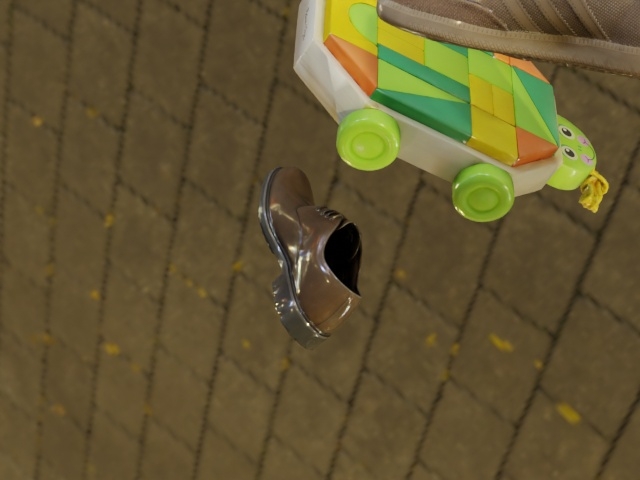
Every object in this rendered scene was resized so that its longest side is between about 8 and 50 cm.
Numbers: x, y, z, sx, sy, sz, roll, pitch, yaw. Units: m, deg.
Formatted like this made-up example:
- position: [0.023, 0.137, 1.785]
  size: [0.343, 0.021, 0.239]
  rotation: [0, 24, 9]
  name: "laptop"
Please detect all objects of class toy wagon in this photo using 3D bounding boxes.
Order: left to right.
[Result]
- position: [0.136, -0.133, 1.491]
  size: [0.344, 0.267, 0.068]
  rotation: [24, 128, -17]
  name: "toy wagon"

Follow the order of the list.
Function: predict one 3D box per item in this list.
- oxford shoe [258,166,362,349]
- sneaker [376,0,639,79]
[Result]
- position: [0.000, 0.000, 1.556]
  size: [0.096, 0.227, 0.083]
  rotation: [-37, 133, 20]
  name: "oxford shoe"
- position: [0.120, -0.124, 0.792]
  size: [0.188, 0.066, 0.071]
  rotation: [15, 98, 26]
  name: "sneaker"
